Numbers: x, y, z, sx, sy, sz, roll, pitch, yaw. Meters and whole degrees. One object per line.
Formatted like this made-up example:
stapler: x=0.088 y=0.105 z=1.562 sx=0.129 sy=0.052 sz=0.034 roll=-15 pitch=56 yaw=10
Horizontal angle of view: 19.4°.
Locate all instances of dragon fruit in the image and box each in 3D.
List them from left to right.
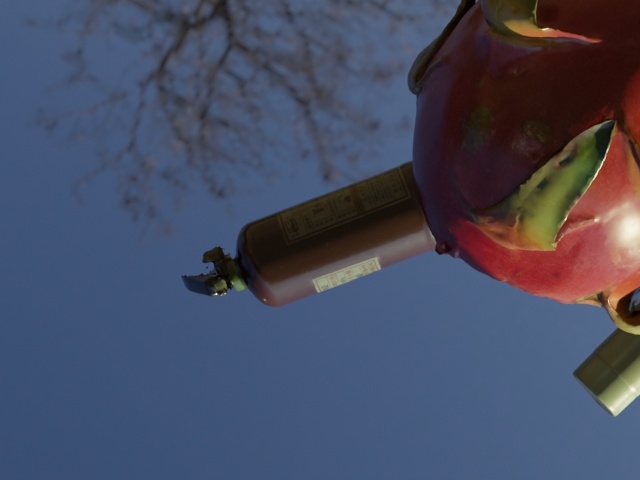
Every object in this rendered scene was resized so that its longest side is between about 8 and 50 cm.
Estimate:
dragon fruit: x=0.165 y=-0.075 z=1.148 sx=0.224 sy=0.227 sz=0.224 roll=21 pitch=-145 yaw=-16

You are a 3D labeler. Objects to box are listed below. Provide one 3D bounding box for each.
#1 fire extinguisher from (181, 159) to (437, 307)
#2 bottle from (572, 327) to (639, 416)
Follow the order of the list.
fire extinguisher: x=0.000 y=0.000 z=1.445 sx=0.099 sy=0.231 sz=0.071 roll=-90 pitch=-21 yaw=-77
bottle: x=0.375 y=0.103 z=2.088 sx=0.072 sy=0.201 sz=0.072 roll=46 pitch=179 yaw=1
